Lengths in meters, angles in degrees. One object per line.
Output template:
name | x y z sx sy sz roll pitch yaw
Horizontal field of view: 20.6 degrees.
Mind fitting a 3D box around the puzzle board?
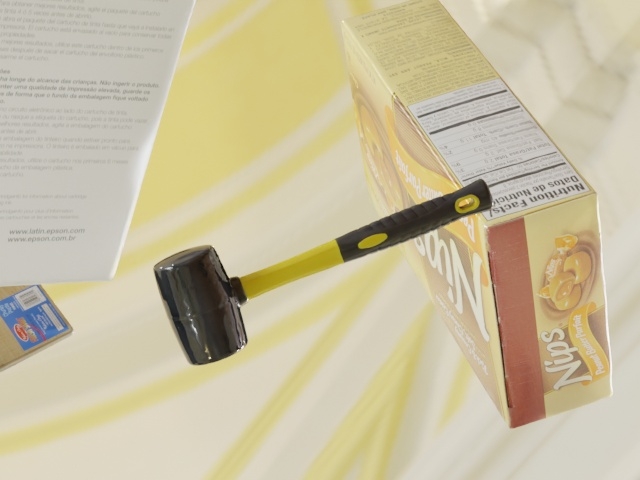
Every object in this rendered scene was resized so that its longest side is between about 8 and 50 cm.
puzzle board | -0.212 0.044 1.038 0.096 0.011 0.128 -27 -139 -17

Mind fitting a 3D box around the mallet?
mallet | 0.000 0.000 0.956 0.062 0.190 0.039 62 177 -12

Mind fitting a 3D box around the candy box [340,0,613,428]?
candy box | 0.111 -0.031 1.313 0.088 0.183 0.316 -18 -143 -9

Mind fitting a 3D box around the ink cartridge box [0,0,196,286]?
ink cartridge box | -0.160 -0.082 0.766 0.223 0.224 0.045 -1 -150 -42
